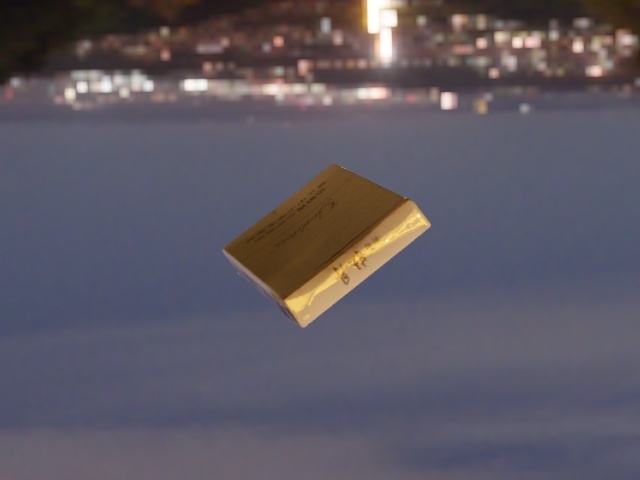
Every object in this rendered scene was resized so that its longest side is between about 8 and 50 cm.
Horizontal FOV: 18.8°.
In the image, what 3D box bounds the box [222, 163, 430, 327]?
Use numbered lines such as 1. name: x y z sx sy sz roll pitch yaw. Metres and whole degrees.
1. box: 0.000 0.000 1.327 0.109 0.029 0.198 -38 -163 -6
